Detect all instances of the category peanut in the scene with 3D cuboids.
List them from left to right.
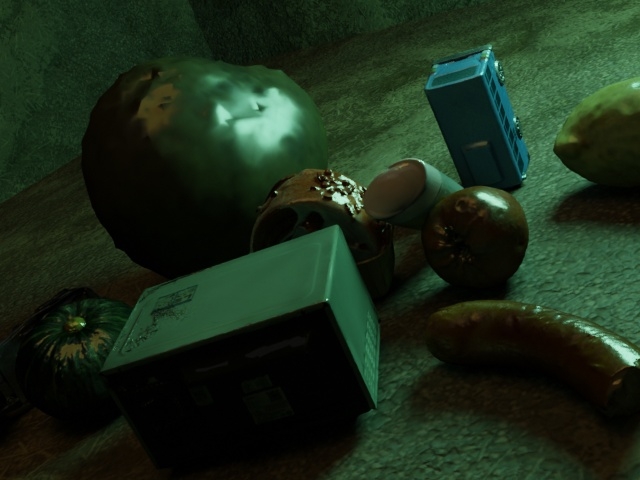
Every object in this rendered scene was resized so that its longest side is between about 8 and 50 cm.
[{"bbox_3d":[0.529,-0.179,1.227,0.387,0.169,0.192,-12,18,26],"label":"peanut"}]

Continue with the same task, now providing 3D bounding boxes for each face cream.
[{"bbox_3d":[0.152,-0.058,1.261,0.107,0.073,0.269,-40,-20,16],"label":"face cream"}]

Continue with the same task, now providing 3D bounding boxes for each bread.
[{"bbox_3d":[0.000,0.000,1.284,0.224,0.212,0.142,-15,27,22],"label":"bread"}]

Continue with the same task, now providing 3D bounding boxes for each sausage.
[{"bbox_3d":[0.238,0.118,0.946,0.103,0.076,0.302,-33,24,-25],"label":"sausage"}]

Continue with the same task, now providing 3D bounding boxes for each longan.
[{"bbox_3d":[-0.201,-0.119,1.515,0.436,0.404,0.404,3,3,-37],"label":"longan"}]

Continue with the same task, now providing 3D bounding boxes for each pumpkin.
[{"bbox_3d":[-0.354,0.181,1.301,0.211,0.152,0.211,-3,28,2],"label":"pumpkin"}]

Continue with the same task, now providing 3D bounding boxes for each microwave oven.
[{"bbox_3d":[-0.086,0.140,1.081,0.295,0.181,0.237,-18,24,13],"label":"microwave oven"}]

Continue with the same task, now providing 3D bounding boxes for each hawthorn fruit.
[{"bbox_3d":[0.234,-0.010,1.182,0.189,0.149,0.149,-19,17,-31],"label":"hawthorn fruit"}]

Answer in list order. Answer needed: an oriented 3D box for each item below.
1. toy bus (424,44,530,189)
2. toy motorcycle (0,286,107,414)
[{"bbox_3d":[0.269,-0.193,1.445,0.116,0.234,0.133,-12,32,27],"label":"toy bus"},{"bbox_3d":[-0.508,0.203,1.454,0.212,0.125,0.358,-13,20,45],"label":"toy motorcycle"}]
